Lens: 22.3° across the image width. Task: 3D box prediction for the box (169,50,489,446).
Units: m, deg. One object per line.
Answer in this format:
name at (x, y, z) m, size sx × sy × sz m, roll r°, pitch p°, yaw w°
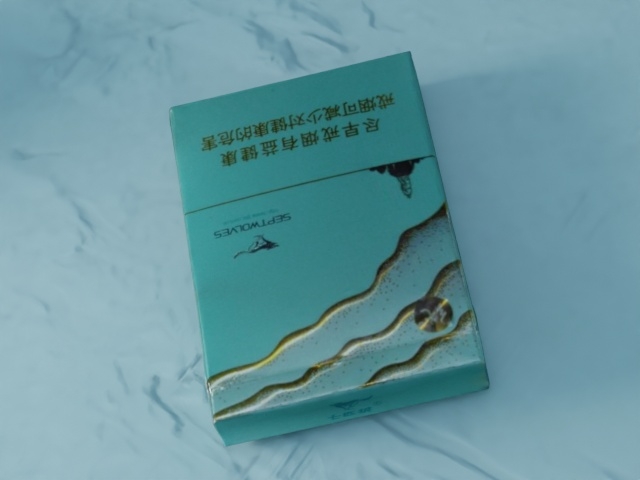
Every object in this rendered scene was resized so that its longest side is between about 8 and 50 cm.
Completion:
box at (0.000, 0.001, 0.986) m, size 0.162 × 0.041 × 0.229 m, roll -14°, pitch 58°, yaw 4°
